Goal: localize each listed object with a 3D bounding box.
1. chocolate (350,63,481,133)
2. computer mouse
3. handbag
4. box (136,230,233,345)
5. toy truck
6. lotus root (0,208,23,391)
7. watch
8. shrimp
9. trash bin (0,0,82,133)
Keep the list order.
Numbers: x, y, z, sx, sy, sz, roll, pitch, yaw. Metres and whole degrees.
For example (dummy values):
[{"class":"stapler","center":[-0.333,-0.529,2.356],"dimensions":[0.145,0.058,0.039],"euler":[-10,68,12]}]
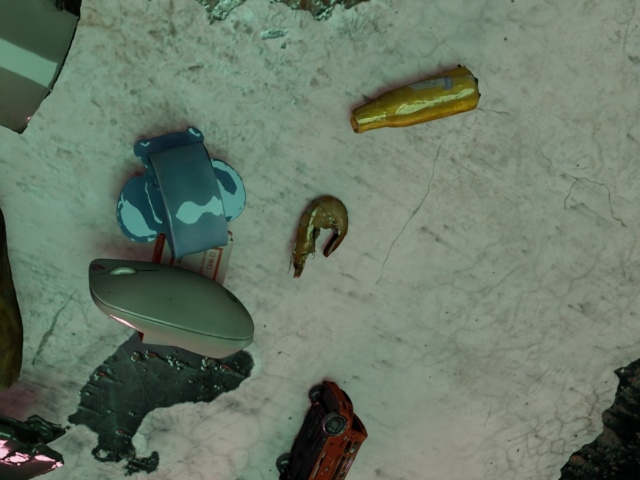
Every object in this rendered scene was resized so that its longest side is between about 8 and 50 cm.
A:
[{"class":"chocolate","center":[0.157,-0.228,1.674],"dimensions":[0.219,0.085,0.085],"euler":[-19,120,-8]},{"class":"computer mouse","center":[-0.231,0.094,1.588],"dimensions":[0.288,0.159,0.097],"euler":[27,110,-27]},{"class":"handbag","center":[-0.582,0.337,1.609],"dimensions":[0.260,0.079,0.247],"euler":[-29,140,34]},{"class":"box","center":[-0.233,0.074,1.700],"dimensions":[0.123,0.050,0.229],"euler":[8,112,-23]},{"class":"toy truck","center":[0.009,0.400,1.913],"dimensions":[0.114,0.107,0.252],"euler":[15,111,-26]},{"class":"lotus root","center":[-0.573,0.068,1.474],"dimensions":[0.250,0.250,0.346],"euler":[-2,115,-18]},{"class":"watch","center":[-0.213,-0.074,1.530],"dimensions":[0.211,0.193,0.211],"euler":[-2,98,-15]},{"class":"shrimp","center":[-0.004,-0.003,1.756],"dimensions":[0.095,0.045,0.162],"euler":[8,108,-45]},{"class":"trash bin","center":[-0.488,-0.296,1.332],"dimensions":[0.262,0.217,0.277],"euler":[24,126,-28]}]
